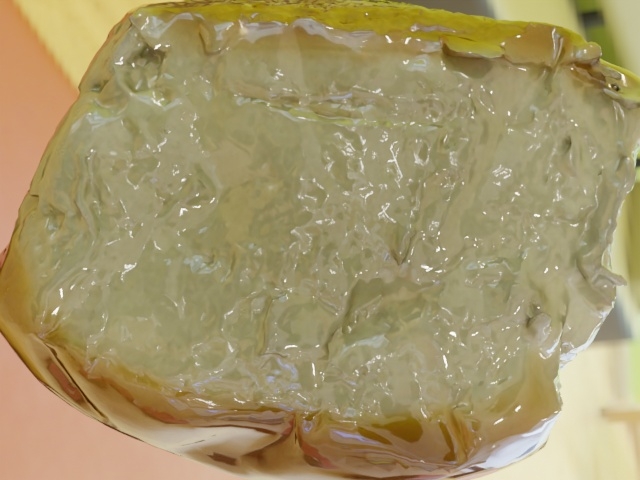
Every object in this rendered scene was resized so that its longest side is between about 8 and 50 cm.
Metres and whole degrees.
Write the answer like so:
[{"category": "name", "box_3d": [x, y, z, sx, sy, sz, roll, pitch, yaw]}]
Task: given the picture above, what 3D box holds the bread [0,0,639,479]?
[{"category": "bread", "box_3d": [0.000, 0.000, 0.875, 0.250, 0.279, 0.225, -31, 132, -86]}]
